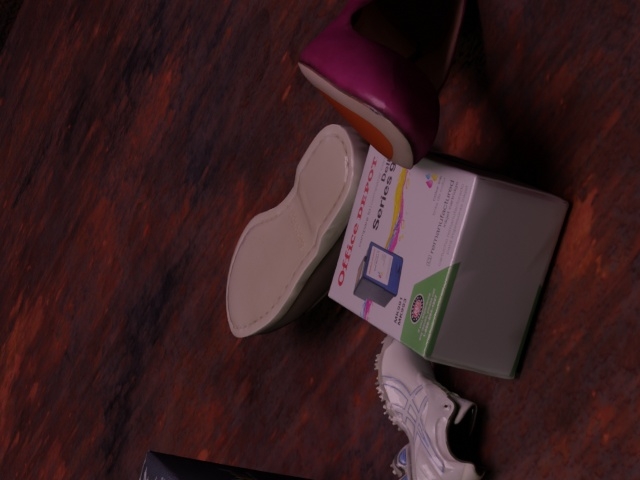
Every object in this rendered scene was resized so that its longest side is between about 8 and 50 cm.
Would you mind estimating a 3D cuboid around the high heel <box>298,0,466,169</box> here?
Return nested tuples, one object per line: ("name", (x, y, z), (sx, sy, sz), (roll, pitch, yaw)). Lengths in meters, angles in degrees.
("high heel", (0.077, -0.177, 1.416), (0.181, 0.127, 0.377), (-44, 18, 5))

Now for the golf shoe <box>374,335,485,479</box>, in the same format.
("golf shoe", (0.099, 0.144, 1.394), (0.086, 0.069, 0.176), (-34, 49, 31))

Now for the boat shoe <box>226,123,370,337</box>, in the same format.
("boat shoe", (0.000, 0.000, 1.622), (0.324, 0.097, 0.116), (-53, 44, 48))

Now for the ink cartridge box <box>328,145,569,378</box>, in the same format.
("ink cartridge box", (0.101, 0.009, 1.402), (0.212, 0.093, 0.154), (32, 107, 67))

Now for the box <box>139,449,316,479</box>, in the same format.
("box", (-0.046, 0.256, 1.482), (0.233, 0.183, 0.059), (21, 97, 67))
